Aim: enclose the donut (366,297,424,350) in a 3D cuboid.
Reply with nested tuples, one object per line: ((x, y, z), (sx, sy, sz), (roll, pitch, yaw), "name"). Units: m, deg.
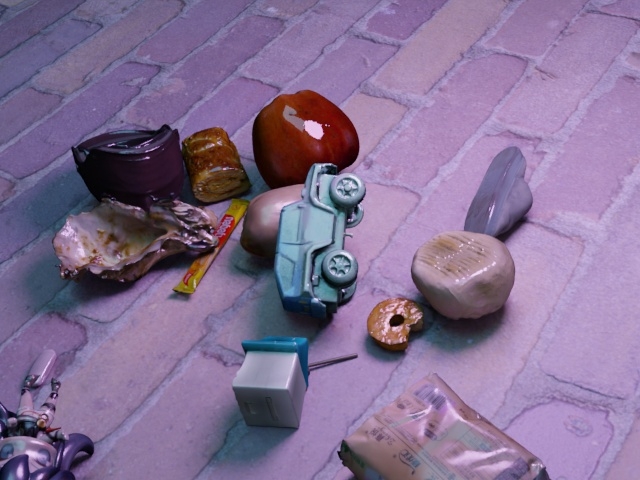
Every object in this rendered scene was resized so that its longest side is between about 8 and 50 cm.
((0.136, 0.153, 1.637), (0.097, 0.043, 0.108), (27, 55, 34), "donut")

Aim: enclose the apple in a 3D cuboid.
((-0.031, -0.206, 1.933), (0.234, 0.234, 0.234), (-6, 42, 5), "apple")

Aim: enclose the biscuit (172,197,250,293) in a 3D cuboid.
((-0.222, 0.010, 1.883), (0.048, 0.026, 0.292), (3, 42, 25), "biscuit")

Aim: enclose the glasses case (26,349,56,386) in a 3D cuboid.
((-0.525, 0.239, 1.694), (0.032, 0.021, 0.083), (3, 44, 12), "glasses case")

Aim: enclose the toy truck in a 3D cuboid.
((0.000, 0.000, 1.688), (0.156, 0.155, 0.278), (5, 73, 2), "toy truck")

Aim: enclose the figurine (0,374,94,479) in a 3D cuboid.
((-0.469, 0.356, 1.430), (0.175, 0.197, 0.265), (-5, 22, 8), "figurine")

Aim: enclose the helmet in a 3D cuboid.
((-0.412, -0.149, 1.985), (0.225, 0.177, 0.305), (-18, 16, -20), "helmet")

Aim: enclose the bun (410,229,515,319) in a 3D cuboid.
((0.257, 0.069, 1.648), (0.178, 0.127, 0.193), (-31, 34, -21), "bun")

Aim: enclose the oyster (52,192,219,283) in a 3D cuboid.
((-0.377, -0.013, 1.844), (0.337, 0.133, 0.197), (-16, 64, -1), "oyster")

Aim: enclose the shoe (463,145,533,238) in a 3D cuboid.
((0.370, -0.077, 1.816), (0.100, 0.103, 0.251), (33, 60, -15), "shoe")

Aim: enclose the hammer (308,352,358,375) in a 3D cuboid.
((0.013, 0.218, 1.614), (0.110, 0.019, 0.035), (-10, 42, -8), "hammer")

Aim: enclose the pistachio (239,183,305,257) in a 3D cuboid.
((-0.066, -0.038, 1.828), (0.215, 0.144, 0.144), (-21, 43, -18), "pistachio")

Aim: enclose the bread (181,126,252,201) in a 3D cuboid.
((-0.241, -0.173, 2.030), (0.132, 0.103, 0.172), (-19, 45, -5), "bread")

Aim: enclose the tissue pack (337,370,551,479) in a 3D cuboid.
((0.187, 0.339, 1.363), (0.215, 0.123, 0.257), (-35, 46, -22), "tissue pack")

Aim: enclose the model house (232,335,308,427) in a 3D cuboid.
((-0.079, 0.227, 1.538), (0.101, 0.127, 0.149), (2, 46, 14), "model house")
